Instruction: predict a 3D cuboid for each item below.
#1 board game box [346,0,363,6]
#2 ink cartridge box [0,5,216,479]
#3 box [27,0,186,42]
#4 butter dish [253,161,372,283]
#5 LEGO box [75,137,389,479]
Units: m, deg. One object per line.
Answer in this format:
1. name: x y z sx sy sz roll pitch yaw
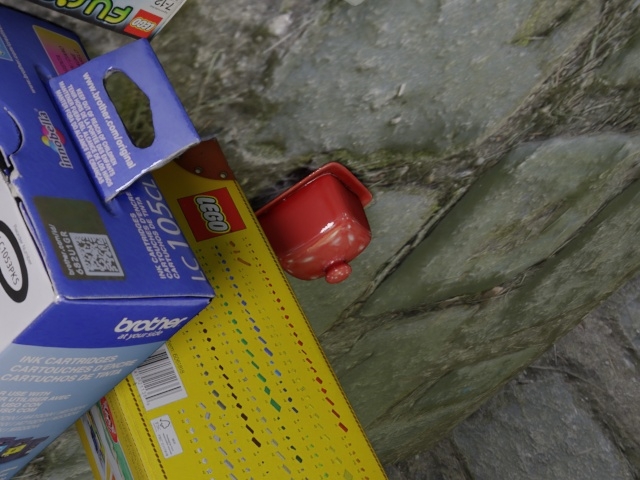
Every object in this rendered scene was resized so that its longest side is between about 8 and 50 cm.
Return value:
1. board game box: 0.031 -0.281 0.525 0.224 0.098 0.303 -37 167 18
2. ink cartridge box: -0.260 0.011 0.644 0.395 0.270 0.151 -41 156 25
3. box: -0.167 -0.211 0.597 0.114 0.036 0.207 -42 153 26
4. butter dish: 0.000 0.000 1.083 0.159 0.118 0.160 -34 155 10
5. LEGO box: -0.121 0.212 0.902 0.193 0.500 0.372 -16 153 -24
